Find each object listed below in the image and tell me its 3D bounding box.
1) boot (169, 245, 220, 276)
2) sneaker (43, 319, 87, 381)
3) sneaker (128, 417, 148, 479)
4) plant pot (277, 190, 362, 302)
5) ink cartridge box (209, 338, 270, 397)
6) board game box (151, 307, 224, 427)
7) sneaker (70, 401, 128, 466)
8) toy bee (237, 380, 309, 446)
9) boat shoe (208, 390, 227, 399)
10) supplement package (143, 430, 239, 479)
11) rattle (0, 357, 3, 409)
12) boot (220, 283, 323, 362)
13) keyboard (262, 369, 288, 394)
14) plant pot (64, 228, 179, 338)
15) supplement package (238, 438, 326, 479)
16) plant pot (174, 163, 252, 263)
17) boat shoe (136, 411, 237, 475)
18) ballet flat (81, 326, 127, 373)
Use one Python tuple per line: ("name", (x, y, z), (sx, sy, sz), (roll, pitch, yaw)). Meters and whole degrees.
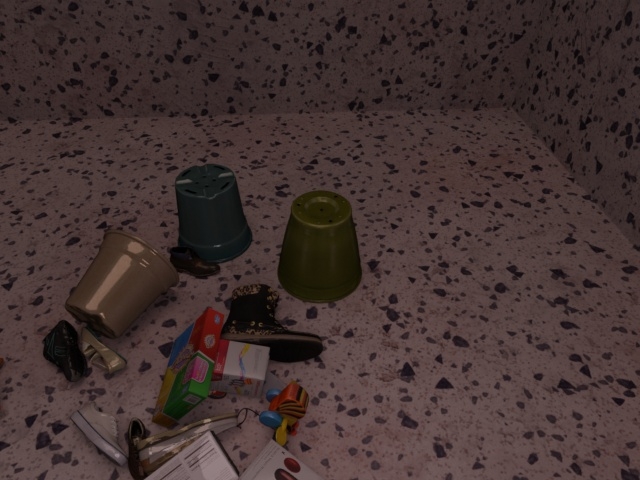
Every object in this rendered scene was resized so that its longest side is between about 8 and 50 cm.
("boot", (-0.535, 0.087, 2.007), (0.219, 0.106, 0.082), (5, 42, 4))
("sneaker", (-0.899, 0.403, 1.668), (0.106, 0.101, 0.267), (-35, 49, -9))
("sneaker", (-0.552, 0.623, 1.426), (0.066, 0.071, 0.188), (-15, 44, -18))
("plant pot", (0.000, 0.000, 1.939), (0.366, 0.353, 0.367), (1, 41, -1))
("ink cartridge box", (-0.267, 0.425, 1.579), (0.176, 0.128, 0.127), (10, 44, -6))
("board game box", (-0.429, 0.411, 1.557), (0.064, 0.242, 0.317), (33, 33, -25))
("sneaker", (-0.660, 0.580, 1.454), (0.258, 0.094, 0.091), (28, 52, 28))
("toy bee", (-0.111, 0.530, 1.472), (0.162, 0.298, 0.195), (36, 62, -18))
("boat shoe", (-0.378, 0.493, 1.601), (0.136, 0.043, 0.049), (17, 42, 15))
("supplement package", (-0.360, 0.644, 1.250), (0.261, 0.204, 0.145), (-33, 77, -19))
("rattle", (-1.085, 0.495, 1.586), (0.199, 0.143, 0.130), (34, 82, 12))
("boot", (-0.180, 0.300, 1.762), (0.377, 0.138, 0.284), (0, 39, 0))
("keyboard", (-0.196, 0.482, 1.645), (0.256, 0.014, 0.072), (28, 53, 28))
("plant pot", (-0.755, 0.182, 1.770), (0.333, 0.334, 0.306), (17, 56, 17))
("supplement package", (-0.114, 0.703, 1.292), (0.203, 0.149, 0.194), (26, 47, 26))
("plant pot", (-0.484, -0.132, 2.088), (0.340, 0.334, 0.341), (0, 41, 0))
("boat shoe", (-0.388, 0.607, 1.435), (0.302, 0.113, 0.103), (-12, 70, -25))
("ballet flat", (-0.788, 0.390, 1.676), (0.248, 0.086, 0.086), (26, 47, 26))
